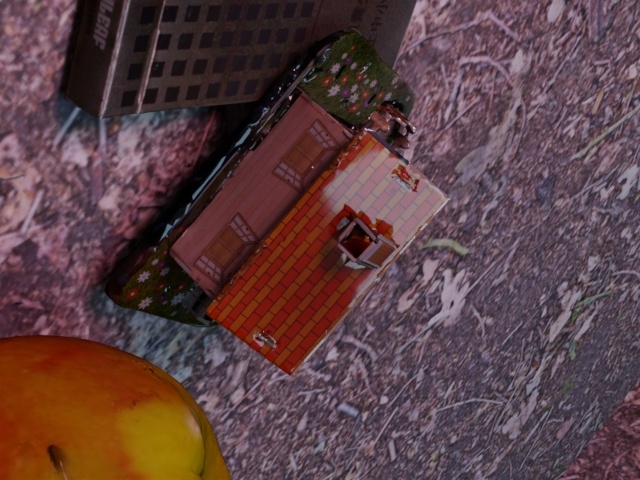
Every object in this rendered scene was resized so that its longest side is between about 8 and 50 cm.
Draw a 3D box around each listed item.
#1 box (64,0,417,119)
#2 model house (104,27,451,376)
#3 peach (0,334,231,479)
[{"bbox_3d":[-0.034,-0.192,0.843,0.325,0.047,0.180,-14,132,-47],"label":"box"},{"bbox_3d":[0.000,-0.001,0.924,0.294,0.154,0.207,-48,154,6],"label":"model house"},{"bbox_3d":[-0.220,0.240,0.759,0.370,0.370,0.370,-33,143,-30],"label":"peach"}]
